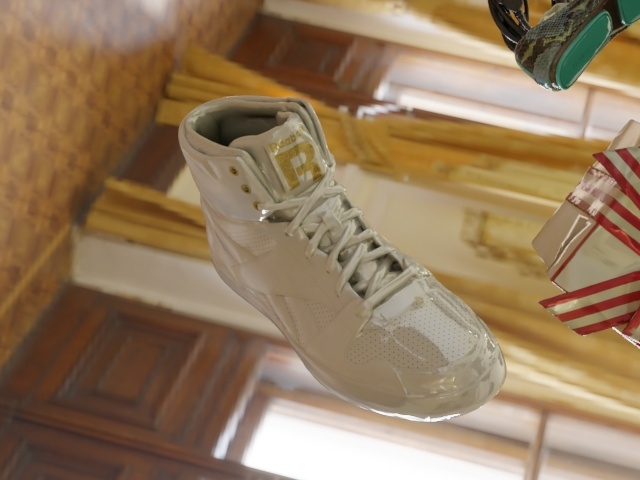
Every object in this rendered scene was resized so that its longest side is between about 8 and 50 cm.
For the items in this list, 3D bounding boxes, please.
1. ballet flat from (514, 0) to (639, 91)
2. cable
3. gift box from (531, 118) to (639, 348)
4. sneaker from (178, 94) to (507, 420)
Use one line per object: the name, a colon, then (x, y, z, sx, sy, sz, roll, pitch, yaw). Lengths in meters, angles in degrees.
ballet flat: (0.239, -0.205, 1.108, 0.188, 0.070, 0.070, -41, 158, -21)
cable: (0.211, -0.275, 1.299, 0.184, 0.047, 0.150, 60, 40, -29)
gift box: (0.404, 0.006, 1.573, 0.255, 0.276, 0.258, -58, -174, 10)
sneaker: (0.000, 0.000, 0.886, 0.108, 0.292, 0.169, -38, 136, -24)
